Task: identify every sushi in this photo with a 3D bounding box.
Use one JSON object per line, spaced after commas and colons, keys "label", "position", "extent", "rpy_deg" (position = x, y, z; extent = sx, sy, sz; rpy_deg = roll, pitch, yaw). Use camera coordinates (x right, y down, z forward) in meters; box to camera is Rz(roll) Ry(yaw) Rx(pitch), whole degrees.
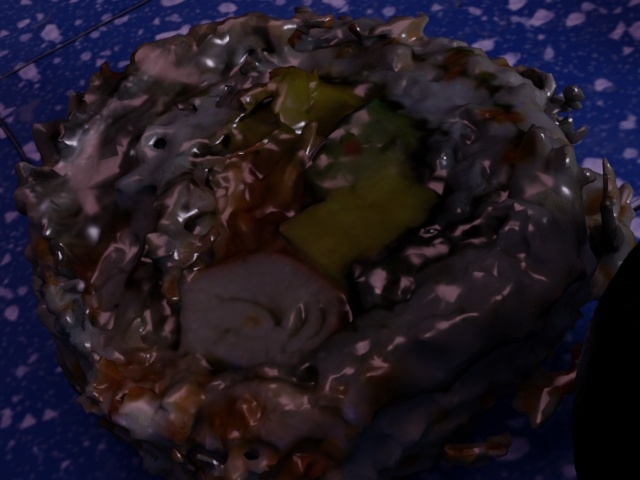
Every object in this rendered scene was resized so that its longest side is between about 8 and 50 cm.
{"label": "sushi", "position": [0.004, 0.000, 0.963], "extent": [0.417, 0.176, 0.417], "rpy_deg": [-9, 46, 10]}

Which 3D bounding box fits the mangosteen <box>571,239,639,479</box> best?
{"label": "mangosteen", "position": [0.265, 0.085, 0.725], "extent": [0.288, 0.288, 0.288], "rpy_deg": [-9, 46, 10]}
